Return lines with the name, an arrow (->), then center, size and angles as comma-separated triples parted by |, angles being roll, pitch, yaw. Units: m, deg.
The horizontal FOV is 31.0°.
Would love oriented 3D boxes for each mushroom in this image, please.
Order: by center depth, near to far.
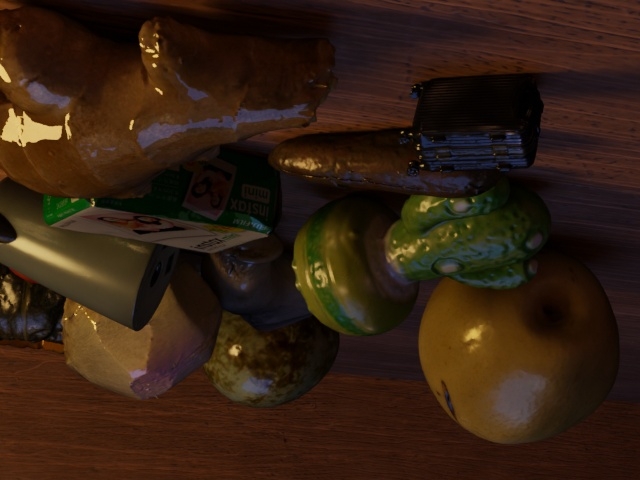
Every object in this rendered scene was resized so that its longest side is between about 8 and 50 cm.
mushroom -> -0.095, 0.055, 1.814 | 0.177, 0.126, 0.397 | -11, 163, 17

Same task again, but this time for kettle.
kettle -> -0.318, -0.003, 1.562 | 0.243, 0.159, 0.210 | 21, -162, 7

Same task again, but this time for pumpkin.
pumpkin -> -0.466, 0.082, 1.899 | 0.321, 0.192, 0.320 | 7, 170, 1

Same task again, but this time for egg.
egg -> -0.093, 0.196, 2.213 | 0.290, 0.238, 0.238 | -12, -179, -38

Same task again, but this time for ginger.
ginger -> -0.176, -0.147, 1.021 | 0.376, 0.166, 0.236 | -26, 116, 29

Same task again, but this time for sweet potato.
sweet potato -> 0.063, -0.084, 1.244 | 0.274, 0.075, 0.075 | 2, 168, 20

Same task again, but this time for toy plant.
toy plant -> 0.139, 0.011, 1.454 | 0.316, 0.184, 0.224 | -17, 139, 34

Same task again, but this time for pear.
pear -> 0.300, 0.149, 1.729 | 0.309, 0.309, 0.309 | 4, 168, 1

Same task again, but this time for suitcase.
suitcase -> 0.141, -0.107, 1.061 | 0.126, 0.086, 0.059 | 0, 141, 20

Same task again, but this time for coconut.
coconut -> -0.274, 0.126, 1.721 | 0.230, 0.227, 0.227 | -37, 178, -16

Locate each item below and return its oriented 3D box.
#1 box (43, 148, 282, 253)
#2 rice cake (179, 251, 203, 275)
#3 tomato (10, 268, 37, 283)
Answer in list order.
box -> -0.188, -0.057, 1.375 | 0.250, 0.103, 0.180 | 12, 166, -29
rice cake -> -0.187, 0.055, 2.019 | 0.270, 0.049, 0.055 | 13, 143, -36
tomato -> -0.397, 0.020, 1.669 | 0.156, 0.069, 0.155 | 13, -150, -8
